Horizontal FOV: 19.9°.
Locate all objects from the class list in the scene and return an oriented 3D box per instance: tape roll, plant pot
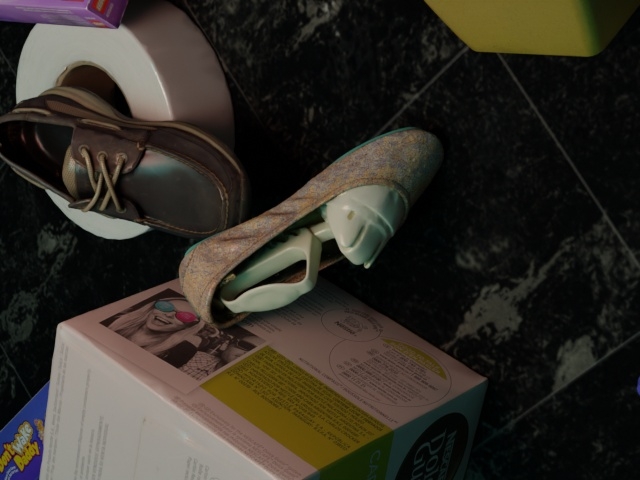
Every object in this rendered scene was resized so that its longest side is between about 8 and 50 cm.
[{"bbox_3d":[-0.234,-0.150,2.153,0.286,0.100,0.286,18,118,39],"label":"tape roll"},{"bbox_3d":[0.192,-0.280,1.610,0.212,0.212,0.187,9,136,40],"label":"plant pot"}]

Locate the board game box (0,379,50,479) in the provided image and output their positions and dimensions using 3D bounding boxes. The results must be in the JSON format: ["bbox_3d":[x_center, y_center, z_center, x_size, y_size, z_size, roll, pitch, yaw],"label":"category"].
[{"bbox_3d":[-0.267,0.211,2.225,0.347,0.233,0.078,-43,75,44],"label":"board game box"}]

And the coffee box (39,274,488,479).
[{"bbox_3d":[-0.070,0.258,1.977,0.338,0.334,0.338,30,123,31],"label":"coffee box"}]

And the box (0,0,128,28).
[{"bbox_3d":[-0.313,-0.352,2.110,0.293,0.057,0.201,9,76,42],"label":"box"}]

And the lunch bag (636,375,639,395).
[{"bbox_3d":[0.465,0.076,1.465,0.385,0.239,0.328,29,125,25],"label":"lunch bag"}]

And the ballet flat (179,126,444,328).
[{"bbox_3d":[0.000,0.000,1.887,0.316,0.107,0.106,-31,42,13],"label":"ballet flat"}]

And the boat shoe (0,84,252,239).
[{"bbox_3d":[-0.229,-0.071,2.013,0.355,0.130,0.132,19,118,38],"label":"boat shoe"}]
